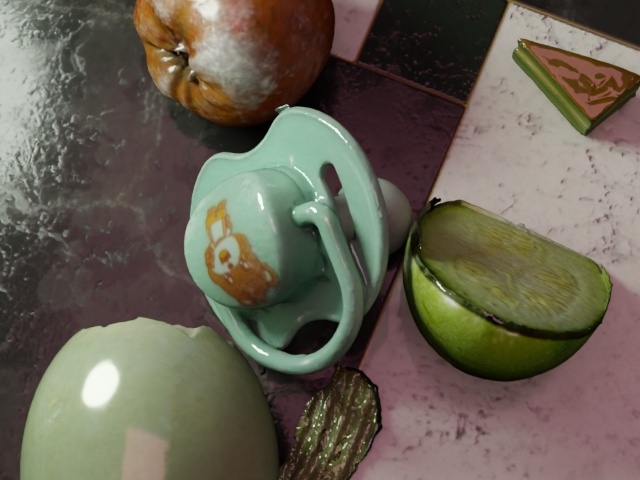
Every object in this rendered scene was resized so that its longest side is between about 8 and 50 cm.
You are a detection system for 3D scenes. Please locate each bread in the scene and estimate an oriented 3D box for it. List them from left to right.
[{"bbox_3d":[0.308,-0.208,1.714,0.084,0.074,0.139,-39,77,-6],"label":"bread"}]

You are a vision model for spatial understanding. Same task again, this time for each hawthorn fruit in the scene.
[{"bbox_3d":[-0.098,-0.255,1.681,0.235,0.263,0.231,17,112,16],"label":"hawthorn fruit"}]

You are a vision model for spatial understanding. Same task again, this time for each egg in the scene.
[{"bbox_3d":[-0.184,0.264,1.528,0.278,0.278,0.336,0,73,3],"label":"egg"}]

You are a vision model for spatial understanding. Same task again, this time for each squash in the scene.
[{"bbox_3d":[0.196,0.043,1.543,0.233,0.309,0.210,27,80,8],"label":"squash"}]

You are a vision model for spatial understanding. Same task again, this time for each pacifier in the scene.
[{"bbox_3d":[0.000,0.000,1.613,0.269,0.343,0.288,-11,83,-37],"label":"pacifier"}]

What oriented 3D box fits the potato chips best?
[{"bbox_3d":[0.006,0.246,1.651,0.092,0.028,0.207,27,78,9],"label":"potato chips"}]
